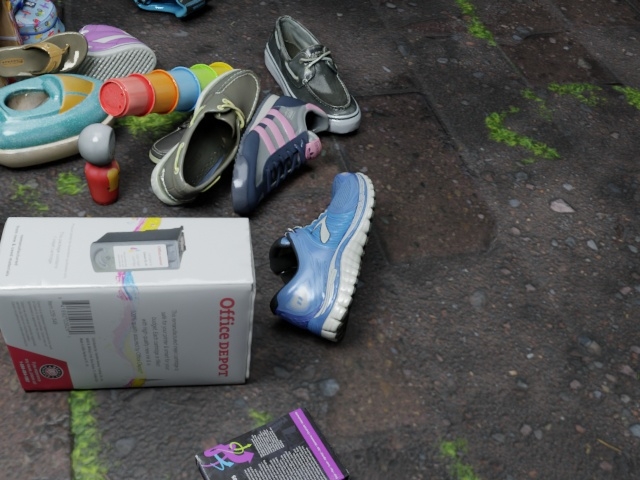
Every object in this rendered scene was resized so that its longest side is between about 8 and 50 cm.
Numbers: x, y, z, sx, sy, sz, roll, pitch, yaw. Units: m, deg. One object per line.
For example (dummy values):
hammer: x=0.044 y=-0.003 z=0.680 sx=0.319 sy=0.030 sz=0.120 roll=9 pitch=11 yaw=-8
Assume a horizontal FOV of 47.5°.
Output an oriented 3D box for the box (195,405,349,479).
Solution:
box: x=-0.062 y=0.291 z=0.924 sx=0.162 sy=0.029 sz=0.116 roll=-18 pitch=50 yaw=-26

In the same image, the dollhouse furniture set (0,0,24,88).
dollhouse furniture set: x=-0.753 y=-0.406 z=1.401 sx=0.374 sy=0.201 sz=0.152 roll=10 pitch=45 yaw=10

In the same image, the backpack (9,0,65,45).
backpack: x=-0.634 y=-0.466 z=1.528 sx=0.173 sy=0.117 sz=0.158 roll=7 pitch=45 yaw=-3

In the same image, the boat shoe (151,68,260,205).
boat shoe: x=-0.181 y=-0.191 z=1.280 sx=0.091 sy=0.109 sz=0.305 roll=-8 pitch=46 yaw=51

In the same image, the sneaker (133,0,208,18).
sneaker: x=-0.421 y=-0.621 z=1.710 sx=0.341 sy=0.125 sz=0.139 roll=19 pitch=50 yaw=13

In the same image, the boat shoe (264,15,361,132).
boat shoe: x=-0.026 y=-0.349 z=1.501 sx=0.121 sy=0.119 sz=0.335 roll=-20 pitch=51 yaw=-26

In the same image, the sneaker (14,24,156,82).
sneaker: x=-0.496 y=-0.371 z=1.476 sx=0.282 sy=0.102 sz=0.161 roll=-16 pitch=45 yaw=-36

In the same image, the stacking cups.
stacking cups: x=-0.276 y=-0.274 z=1.329 sx=0.096 sy=0.096 sz=0.316 roll=31 pitch=27 yaw=20

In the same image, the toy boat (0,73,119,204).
toy boat: x=-0.445 y=-0.200 z=1.269 sx=0.267 sy=0.148 sz=0.318 roll=-29 pitch=56 yaw=-32

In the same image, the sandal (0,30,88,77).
sandal: x=-0.513 y=-0.336 z=1.332 sx=0.180 sy=0.072 sz=0.049 roll=-17 pitch=19 yaw=-20

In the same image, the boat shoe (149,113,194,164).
boat shoe: x=-0.221 y=-0.209 z=1.364 sx=0.223 sy=0.073 sz=0.080 roll=-26 pitch=54 yaw=-31

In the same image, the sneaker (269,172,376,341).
sneaker: x=0.000 y=0.000 z=1.153 sx=0.147 sy=0.129 sz=0.330 roll=15 pitch=45 yaw=2

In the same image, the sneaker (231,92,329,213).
sneaker: x=-0.069 y=-0.161 z=1.314 sx=0.131 sy=0.112 sz=0.319 roll=11 pitch=46 yaw=6

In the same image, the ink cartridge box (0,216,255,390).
ink cartridge box: x=-0.247 y=0.086 z=0.961 sx=0.306 sy=0.226 sz=0.131 roll=-1 pitch=47 yaw=-11
